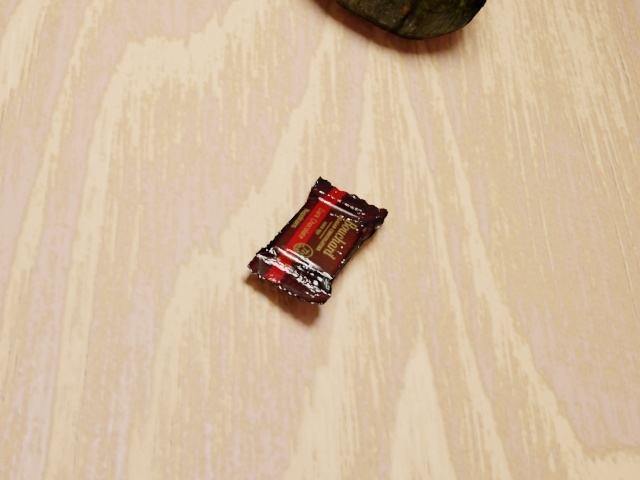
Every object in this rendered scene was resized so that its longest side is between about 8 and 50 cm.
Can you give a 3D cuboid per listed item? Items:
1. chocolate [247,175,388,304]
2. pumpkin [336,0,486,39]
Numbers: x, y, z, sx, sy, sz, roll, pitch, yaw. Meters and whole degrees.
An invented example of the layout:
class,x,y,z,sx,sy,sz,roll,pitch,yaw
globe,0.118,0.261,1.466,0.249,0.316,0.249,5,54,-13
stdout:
class,x,y,z,sx,sy,sz,roll,pitch,yaw
chocolate,0.000,0.000,1.371,0.086,0.028,0.182,26,41,6
pumpkin,0.094,-0.341,1.647,0.238,0.159,0.238,15,53,-21
